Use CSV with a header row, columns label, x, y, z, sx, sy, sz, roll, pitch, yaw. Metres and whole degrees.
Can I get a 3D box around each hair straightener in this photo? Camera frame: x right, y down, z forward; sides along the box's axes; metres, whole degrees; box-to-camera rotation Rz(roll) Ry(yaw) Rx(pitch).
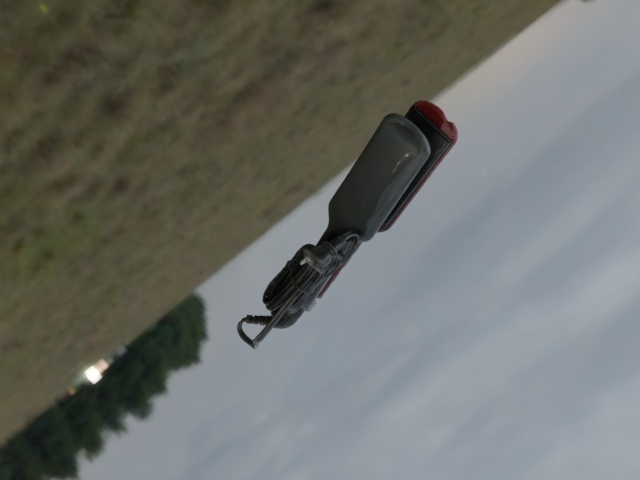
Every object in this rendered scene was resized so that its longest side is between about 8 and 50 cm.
label,x,y,z,sx,sy,sz,roll,pitch,yaw
hair straightener,0.000,0.000,0.881,0.230,0.047,0.089,-48,168,33
